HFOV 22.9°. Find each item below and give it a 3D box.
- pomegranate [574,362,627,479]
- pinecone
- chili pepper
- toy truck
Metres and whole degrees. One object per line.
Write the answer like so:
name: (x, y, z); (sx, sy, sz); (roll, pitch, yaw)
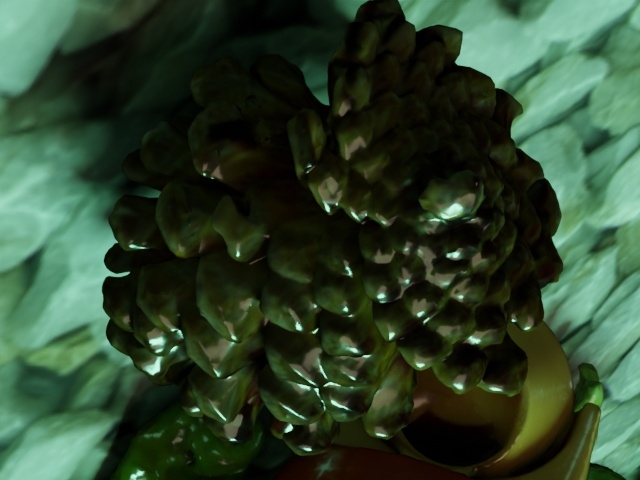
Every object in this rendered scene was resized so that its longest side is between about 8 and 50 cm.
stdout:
pomegranate: (0.139, 0.205, 1.030); (0.211, 0.211, 0.263); (-11, 105, -35)
pinecone: (0.001, 0.001, 0.657); (0.195, 0.150, 0.179); (-33, 111, 11)
chili pepper: (-0.090, 0.164, 0.858); (0.072, 0.073, 0.204); (18, 121, -11)
toy truck: (0.053, 0.166, 0.865); (0.265, 0.189, 0.239); (98, 12, -52)
